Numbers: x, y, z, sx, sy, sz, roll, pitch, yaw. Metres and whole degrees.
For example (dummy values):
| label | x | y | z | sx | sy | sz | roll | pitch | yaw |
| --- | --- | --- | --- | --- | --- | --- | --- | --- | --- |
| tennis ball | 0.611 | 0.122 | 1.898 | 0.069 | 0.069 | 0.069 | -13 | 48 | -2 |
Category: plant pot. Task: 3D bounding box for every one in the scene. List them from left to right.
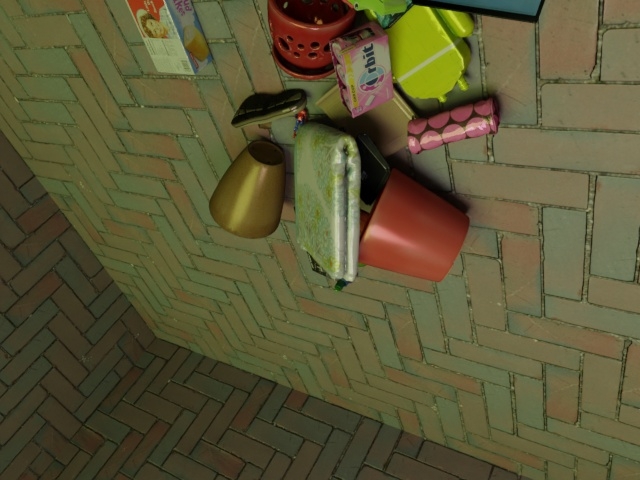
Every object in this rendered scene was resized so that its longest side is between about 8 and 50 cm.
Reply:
| label | x | y | z | sx | sy | sz | roll | pitch | yaw |
| --- | --- | --- | --- | --- | --- | --- | --- | --- | --- |
| plant pot | -0.204 | -0.177 | 1.737 | 0.237 | 0.237 | 0.254 | 32 | 131 | 6 |
| plant pot | -0.021 | -0.469 | 1.230 | 0.191 | 0.191 | 0.174 | 29 | 155 | 10 |
| plant pot | 0.244 | -0.023 | 1.489 | 0.243 | 0.275 | 0.275 | 24 | 146 | 2 |

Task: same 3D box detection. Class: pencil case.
| label | x | y | z | sx | sy | sz | roll | pitch | yaw |
| --- | --- | --- | --- | --- | --- | --- | --- | --- | --- |
| pencil case | 0.301 | -0.258 | 1.261 | 0.209 | 0.098 | 0.095 | -7 | 84 | 34 |

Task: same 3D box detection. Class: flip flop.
| label | x | y | z | sx | sy | sz | roll | pitch | yaw |
| --- | --- | --- | --- | --- | --- | --- | --- | --- | --- |
| flip flop | -0.143 | -0.353 | 1.561 | 0.276 | 0.112 | 0.080 | -2 | 146 | 36 |

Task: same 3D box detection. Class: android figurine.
| label | x | y | z | sx | sy | sz | roll | pitch | yaw |
| --- | --- | --- | --- | --- | --- | --- | --- | --- | --- |
| android figurine | 0.212 | -0.418 | 1.195 | 0.273 | 0.056 | 0.248 | 49 | 143 | -13 |

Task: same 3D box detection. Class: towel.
| label | x | y | z | sx | sy | sz | roll | pitch | yaw |
| --- | --- | --- | --- | --- | --- | --- | --- | --- | --- |
| towel | 0.017 | -0.110 | 1.469 | 0.320 | 0.090 | 0.375 | -141 | 47 | -63 |

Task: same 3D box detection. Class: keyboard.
| label | x | y | z | sx | sy | sz | roll | pitch | yaw |
| --- | --- | --- | --- | --- | --- | --- | --- | --- | --- |
| keyboard | 0.098 | -0.209 | 1.478 | 0.202 | 0.033 | 0.317 | 51 | 168 | 6 |

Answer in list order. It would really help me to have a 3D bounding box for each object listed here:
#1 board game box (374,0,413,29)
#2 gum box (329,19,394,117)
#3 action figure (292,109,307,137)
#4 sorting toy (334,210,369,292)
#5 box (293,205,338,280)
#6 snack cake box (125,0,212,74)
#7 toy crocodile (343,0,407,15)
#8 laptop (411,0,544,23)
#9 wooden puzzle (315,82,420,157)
| label | x | y | z | sx | sy | sz | roll | pitch | yaw |
| --- | --- | --- | --- | --- | --- | --- | --- | --- | --- |
| board game box | 0.124 | -0.533 | 1.101 | 0.126 | 0.026 | 0.186 | -29 | 90 | 53 |
| gum box | 0.091 | -0.369 | 1.204 | 0.062 | 0.107 | 0.188 | 60 | 174 | 33 |
| action figure | -0.056 | -0.336 | 1.559 | 0.038 | 0.030 | 0.115 | 22 | 140 | 10 |
| sorting toy | 0.091 | 0.059 | 1.825 | 0.127 | 0.126 | 0.366 | 27 | 145 | 12 |
| box | 0.000 | 0.000 | 1.766 | 0.183 | 0.056 | 0.231 | 22 | 131 | 66 |
| snack cake box | -0.415 | -0.590 | 1.510 | 0.152 | 0.089 | 0.264 | 15 | 141 | 31 |
| toy crocodile | 0.034 | -0.531 | 1.092 | 0.340 | 0.115 | 0.105 | 46 | 143 | 23 |
| laptop | 0.283 | -0.532 | 0.924 | 0.234 | 0.137 | 0.264 | 19 | 143 | 22 |
| wooden puzzle | 0.131 | -0.318 | 1.410 | 0.238 | 0.044 | 0.221 | 42 | 146 | -17 |
